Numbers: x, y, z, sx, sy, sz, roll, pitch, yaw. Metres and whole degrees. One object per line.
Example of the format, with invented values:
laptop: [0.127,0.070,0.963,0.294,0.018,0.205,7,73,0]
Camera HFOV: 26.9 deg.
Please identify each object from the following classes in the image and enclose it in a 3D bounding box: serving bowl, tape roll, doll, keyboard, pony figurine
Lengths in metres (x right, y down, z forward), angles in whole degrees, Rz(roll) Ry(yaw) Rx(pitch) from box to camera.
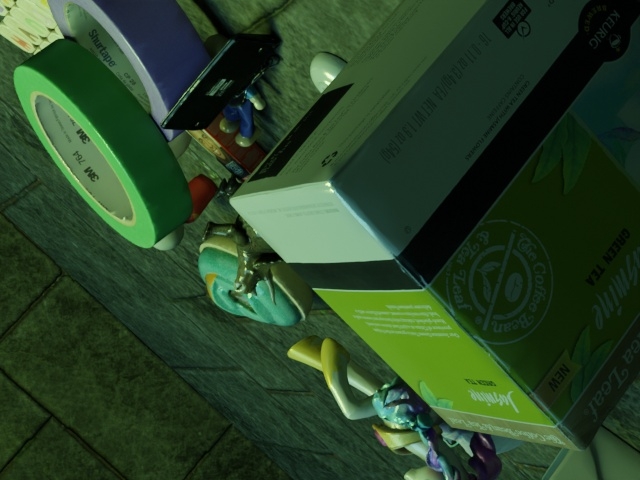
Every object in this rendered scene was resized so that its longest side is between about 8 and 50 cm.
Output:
serving bowl: [0.018,-0.189,1.629,0.083,0.027,0.083,37,162,14]
tape roll: [-0.256,-0.267,1.821,0.275,0.090,0.275,44,162,19]
doll: [-0.121,-0.210,1.826,0.129,0.046,0.189,41,159,32]
keyboard: [-0.127,-0.208,1.716,0.192,0.100,0.038,-42,60,39]
tape roll: [-0.316,-0.138,1.941,0.321,0.077,0.321,43,160,20]
pony figurine: [0.182,0.205,1.823,0.363,0.351,0.303,54,164,22]

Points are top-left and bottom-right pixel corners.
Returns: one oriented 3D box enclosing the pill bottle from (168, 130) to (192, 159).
pill bottle: [-0.303,-0.184,2.129,0.124,0.124,0.221,49,160,-26]

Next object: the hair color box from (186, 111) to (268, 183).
hair color box: [-0.141,-0.147,2.023,0.141,0.043,0.072,44,162,-9]

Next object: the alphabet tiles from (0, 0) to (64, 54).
alphabet tiles: [-0.423,-0.327,2.100,0.278,0.021,0.284,34,162,-17]

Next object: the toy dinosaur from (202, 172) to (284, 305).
toy dinosaur: [-0.075,-0.031,2.001,0.160,0.121,0.313,22,148,-15]

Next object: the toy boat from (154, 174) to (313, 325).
toy boat: [-0.171,0.038,2.349,0.267,0.148,0.318,14,149,55]

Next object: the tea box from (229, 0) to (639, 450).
tea box: [0.163,-0.047,1.187,0.323,0.329,0.220,45,161,-18]

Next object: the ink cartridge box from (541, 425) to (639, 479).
ink cartridge box: [0.456,0.459,2.097,0.270,0.151,0.395,36,163,15]

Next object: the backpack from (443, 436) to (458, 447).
backpack: [0.192,0.238,2.064,0.144,0.166,0.188,40,159,6]
